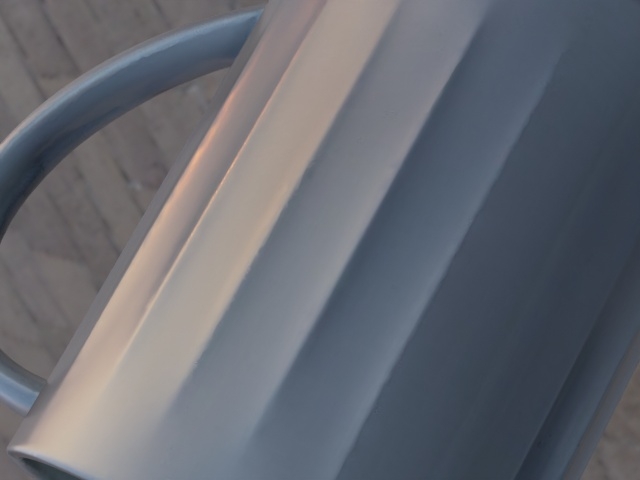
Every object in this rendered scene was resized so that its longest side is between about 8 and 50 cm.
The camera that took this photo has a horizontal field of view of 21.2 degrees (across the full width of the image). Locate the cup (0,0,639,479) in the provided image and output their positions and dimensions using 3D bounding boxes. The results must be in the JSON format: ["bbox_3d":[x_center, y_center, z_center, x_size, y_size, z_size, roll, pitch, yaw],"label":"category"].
[{"bbox_3d":[0.000,0.000,0.811,0.322,0.327,0.237,25,164,13],"label":"cup"}]
